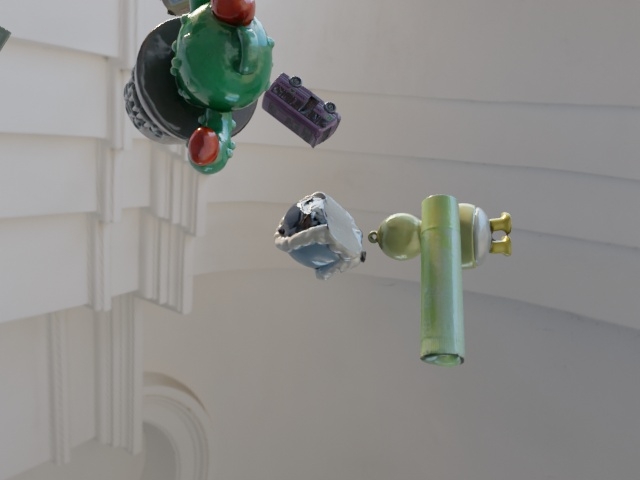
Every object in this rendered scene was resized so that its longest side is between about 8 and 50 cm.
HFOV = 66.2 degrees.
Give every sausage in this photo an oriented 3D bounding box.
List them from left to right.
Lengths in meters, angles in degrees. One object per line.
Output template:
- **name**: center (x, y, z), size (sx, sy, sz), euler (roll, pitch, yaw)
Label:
- **sausage**: center (-0.337, -0.717, 1.395), size (0.318, 0.125, 0.117), euler (19, -36, 48)

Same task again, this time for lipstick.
- **lipstick**: center (0.212, 0.065, 0.862), size (0.076, 0.076, 0.303), euler (-13, -120, 36)

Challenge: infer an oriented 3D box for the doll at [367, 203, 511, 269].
- **doll**: center (0.247, -0.011, 1.041), size (0.297, 0.117, 0.141), euler (3, -68, 25)

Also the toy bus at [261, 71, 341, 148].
- **toy bus**: center (-0.047, -0.302, 1.157), size (0.178, 0.098, 0.087), euler (37, -25, 1)

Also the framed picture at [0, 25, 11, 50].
- **framed picture**: center (-0.471, -0.203, 0.559), size (0.183, 0.142, 0.011), euler (-59, -158, -1)

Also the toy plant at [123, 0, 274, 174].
- **toy plant**: center (-0.170, -0.226, 0.708), size (0.400, 0.186, 0.279), euler (3, -109, 58)

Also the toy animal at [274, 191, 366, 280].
- **toy animal**: center (0.000, 0.000, 1.178), size (0.156, 0.208, 0.204), euler (-39, -64, 21)
